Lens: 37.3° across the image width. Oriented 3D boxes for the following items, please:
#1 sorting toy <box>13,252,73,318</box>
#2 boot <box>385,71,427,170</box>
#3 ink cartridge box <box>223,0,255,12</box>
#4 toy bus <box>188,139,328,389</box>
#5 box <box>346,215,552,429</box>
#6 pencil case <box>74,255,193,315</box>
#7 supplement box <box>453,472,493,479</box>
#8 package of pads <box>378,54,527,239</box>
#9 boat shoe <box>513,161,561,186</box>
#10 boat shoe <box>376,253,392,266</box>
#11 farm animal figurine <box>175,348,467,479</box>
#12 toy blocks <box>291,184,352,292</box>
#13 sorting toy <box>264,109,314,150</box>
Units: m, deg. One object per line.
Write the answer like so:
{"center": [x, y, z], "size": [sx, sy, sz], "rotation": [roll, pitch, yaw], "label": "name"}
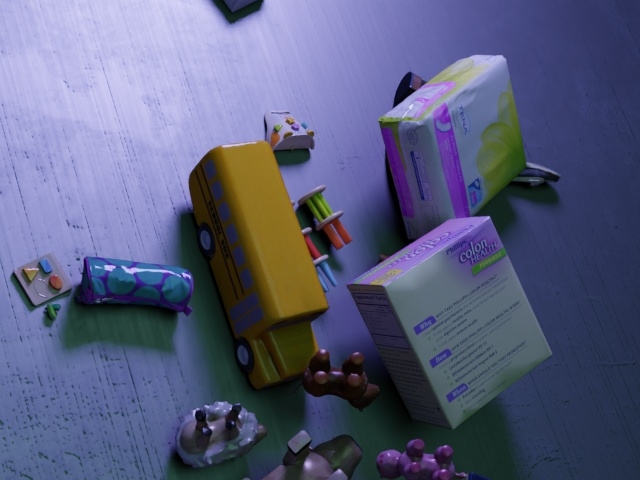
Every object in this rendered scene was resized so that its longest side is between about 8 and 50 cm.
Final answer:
{"center": [-0.357, 0.061, 1.248], "size": [0.062, 0.012, 0.083], "rotation": [-28, 84, -38], "label": "sorting toy"}
{"center": [0.181, -0.194, 1.659], "size": [0.106, 0.082, 0.219], "rotation": [24, 55, -17], "label": "boot"}
{"center": [-0.147, -0.461, 1.604], "size": [0.088, 0.052, 0.122], "rotation": [-37, 91, -38], "label": "ink cartridge box"}
{"center": [-0.083, 0.035, 1.354], "size": [0.108, 0.130, 0.332], "rotation": [-10, 73, -35], "label": "toy bus"}
{"center": [0.195, 0.120, 1.429], "size": [0.213, 0.117, 0.243], "rotation": [-31, 102, -24], "label": "box"}
{"center": [-0.249, 0.062, 1.281], "size": [0.152, 0.064, 0.070], "rotation": [7, 48, -28], "label": "pencil case"}
{"center": [0.215, 0.395, 1.393], "size": [0.056, 0.083, 0.083], "rotation": [25, 57, -19], "label": "supplement box"}
{"center": [0.228, -0.166, 1.601], "size": [0.296, 0.101, 0.229], "rotation": [-39, 122, -41], "label": "package of pads"}
{"center": [0.394, -0.123, 1.781], "size": [0.137, 0.049, 0.043], "rotation": [9, 106, -31], "label": "boat shoe"}
{"center": [0.178, 0.084, 1.531], "size": [0.207, 0.073, 0.073], "rotation": [22, 98, -15], "label": "boat shoe"}
{"center": [0.009, 0.331, 1.248], "size": [0.327, 0.172, 0.330], "rotation": [-19, 65, -18], "label": "farm animal figurine"}
{"center": [0.000, 0.000, 1.471], "size": [0.123, 0.054, 0.148], "rotation": [-28, 84, -37], "label": "toy blocks"}
{"center": [-0.055, -0.184, 1.542], "size": [0.083, 0.045, 0.075], "rotation": [-8, 53, -34], "label": "sorting toy"}
